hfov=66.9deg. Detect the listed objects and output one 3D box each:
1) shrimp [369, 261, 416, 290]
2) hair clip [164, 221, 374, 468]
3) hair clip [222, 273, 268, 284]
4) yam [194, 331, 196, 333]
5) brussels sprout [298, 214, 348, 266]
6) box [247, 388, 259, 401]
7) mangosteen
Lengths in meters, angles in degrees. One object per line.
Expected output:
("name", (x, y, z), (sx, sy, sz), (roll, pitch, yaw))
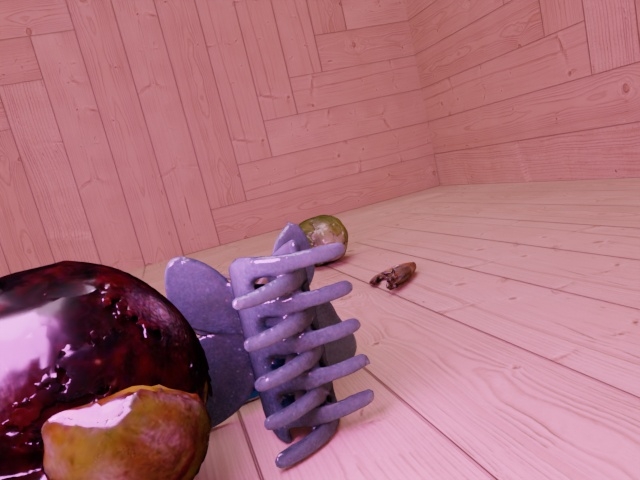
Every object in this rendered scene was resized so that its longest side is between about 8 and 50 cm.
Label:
("shrimp", (0.211, 0.112, 1.456), (0.143, 0.052, 0.251), (-21, -2, 22))
("hair clip", (-0.065, 0.153, 0.783), (0.392, 0.318, 0.238), (-16, 12, -26))
("hair clip", (-0.215, 0.141, 1.581), (0.282, 0.113, 0.172), (-16, -13, 16))
("yam", (-0.382, 0.209, 1.452), (0.084, 0.127, 0.084), (-17, 6, 2))
("brussels sprout", (0.000, 0.000, 1.942), (0.244, 0.244, 0.244), (-13, 9, 2))
("box", (-0.152, 0.255, 1.001), (0.139, 0.073, 0.194), (-17, 10, -19))
("mangosteen", (-0.311, 0.211, 0.564), (0.381, 0.381, 0.421), (-17, 15, -20))
